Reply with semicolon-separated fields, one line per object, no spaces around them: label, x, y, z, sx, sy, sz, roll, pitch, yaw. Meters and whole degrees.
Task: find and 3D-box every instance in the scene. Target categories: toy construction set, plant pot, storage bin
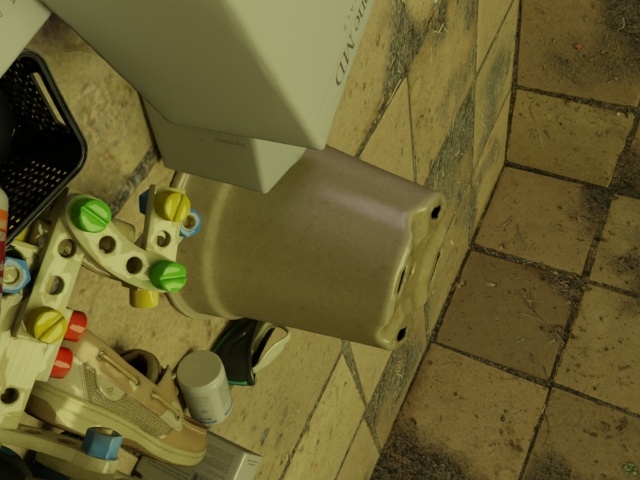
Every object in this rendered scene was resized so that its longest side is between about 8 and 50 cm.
toy construction set;-0.227;0.087;0.605;0.215;0.151;0.328;24;65;-44
plant pot;0.000;0.000;0.927;0.334;0.305;0.334;-49;148;-45
storage bin;-0.282;-0.059;0.504;0.180;0.084;0.122;-57;154;-32

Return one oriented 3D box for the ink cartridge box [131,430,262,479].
ink cartridge box;-0.198;0.376;0.952;0.203;0.148;0.086;-65;159;-15

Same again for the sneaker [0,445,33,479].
sneaker;-0.349;0.334;0.535;0.341;0.125;0.139;-66;-173;-18

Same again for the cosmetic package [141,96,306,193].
cosmetic package;-0.099;-0.180;0.748;0.151;0.151;0.184;-53;149;-39

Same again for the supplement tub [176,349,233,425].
supplement tub;-0.174;0.225;1.000;0.071;0.070;0.107;-53;152;-39

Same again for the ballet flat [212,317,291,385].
ballet flat;-0.079;0.128;1.117;0.281;0.096;0.095;-61;156;-28

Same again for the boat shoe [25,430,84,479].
boat shoe;-0.317;0.324;0.688;0.259;0.108;0.089;-68;155;-17

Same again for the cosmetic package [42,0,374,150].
cosmetic package;-0.091;-0.253;0.377;0.453;0.161;0.230;46;60;-68

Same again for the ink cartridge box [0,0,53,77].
ink cartridge box;-0.266;-0.239;0.339;0.309;0.130;0.272;72;39;-57

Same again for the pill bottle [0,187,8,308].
pill bottle;-0.244;0.073;0.360;0.121;0.121;0.221;11;81;-68

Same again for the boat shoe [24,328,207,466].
boat shoe;-0.218;0.192;0.798;0.110;0.121;0.341;-66;156;-18
